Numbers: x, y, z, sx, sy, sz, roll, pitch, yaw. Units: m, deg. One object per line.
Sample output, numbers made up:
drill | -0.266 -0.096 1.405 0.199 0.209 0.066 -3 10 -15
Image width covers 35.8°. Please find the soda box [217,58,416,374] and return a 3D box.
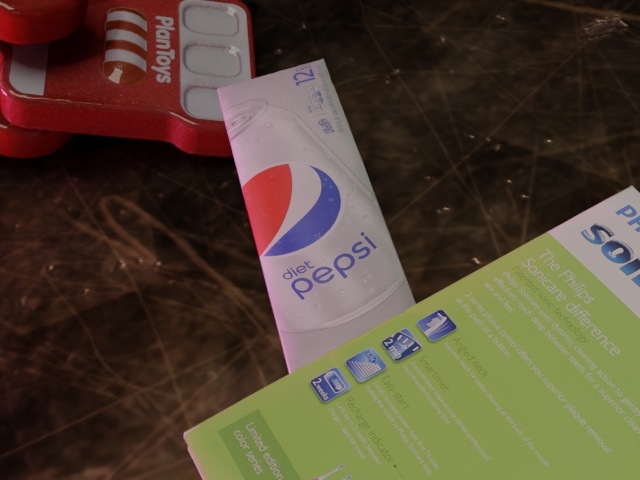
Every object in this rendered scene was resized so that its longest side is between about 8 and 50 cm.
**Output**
soda box | 0.000 0.000 0.717 0.091 0.098 0.286 -16 51 -1

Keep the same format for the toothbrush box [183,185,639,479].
toothbrush box | 0.108 0.130 0.493 0.283 0.122 0.206 -29 50 -12

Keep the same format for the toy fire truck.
toy fire truck | -0.183 -0.203 0.902 0.253 0.169 0.302 6 49 -14
